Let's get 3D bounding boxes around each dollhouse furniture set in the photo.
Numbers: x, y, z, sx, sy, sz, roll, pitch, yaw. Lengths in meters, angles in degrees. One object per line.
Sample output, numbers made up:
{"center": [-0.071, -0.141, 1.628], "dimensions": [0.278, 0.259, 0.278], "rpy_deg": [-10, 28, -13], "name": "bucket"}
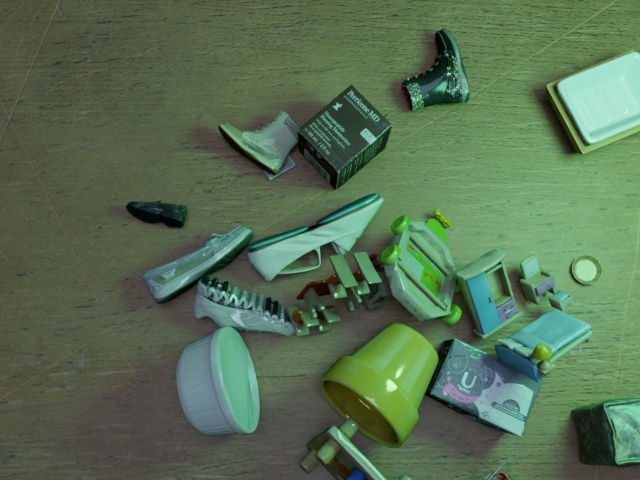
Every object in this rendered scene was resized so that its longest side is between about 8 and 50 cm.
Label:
{"center": [0.059, 0.117, 1.675], "dimensions": [0.259, 0.262, 0.135], "rpy_deg": [-6, 60, -36], "name": "dollhouse furniture set"}
{"center": [0.533, 0.150, 1.581], "dimensions": [0.286, 0.303, 0.198], "rpy_deg": [-29, 114, -15], "name": "dollhouse furniture set"}

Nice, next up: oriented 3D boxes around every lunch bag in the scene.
{"center": [0.811, 0.472, 1.592], "dimensions": [0.287, 0.235, 0.168], "rpy_deg": [-6, 72, -1], "name": "lunch bag"}

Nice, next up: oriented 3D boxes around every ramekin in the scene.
{"center": [-0.256, 0.360, 1.605], "dimensions": [0.127, 0.273, 0.272], "rpy_deg": [-17, 78, 9], "name": "ramekin"}

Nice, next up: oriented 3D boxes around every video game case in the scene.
{"center": [-0.140, -0.244, 1.860], "dimensions": [0.087, 0.011, 0.122], "rpy_deg": [-31, 79, -7], "name": "video game case"}

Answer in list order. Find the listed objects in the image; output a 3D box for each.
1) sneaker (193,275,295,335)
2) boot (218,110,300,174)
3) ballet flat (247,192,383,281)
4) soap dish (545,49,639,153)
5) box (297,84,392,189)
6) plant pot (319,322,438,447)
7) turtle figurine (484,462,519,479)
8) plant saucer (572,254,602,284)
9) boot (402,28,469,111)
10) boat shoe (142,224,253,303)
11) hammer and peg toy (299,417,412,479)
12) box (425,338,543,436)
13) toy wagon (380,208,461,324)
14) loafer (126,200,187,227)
{"center": [-0.202, 0.198, 1.726], "dimensions": [0.292, 0.110, 0.118], "rpy_deg": [22, 104, -2], "name": "sneaker"}
{"center": [-0.166, -0.309, 1.830], "dimensions": [0.213, 0.077, 0.165], "rpy_deg": [37, 80, 2], "name": "boot"}
{"center": [0.000, 0.000, 1.761], "dimensions": [0.400, 0.139, 0.139], "rpy_deg": [-23, 79, -1], "name": "ballet flat"}
{"center": [0.817, -0.391, 1.844], "dimensions": [0.291, 0.118, 0.229], "rpy_deg": [-22, 78, -5], "name": "soap dish"}
{"center": [0.064, -0.283, 1.790], "dimensions": [0.203, 0.167, 0.168], "rpy_deg": [-42, 81, -9], "name": "box"}
{"center": [0.165, 0.347, 1.625], "dimensions": [0.254, 0.254, 0.239], "rpy_deg": [39, 64, 8], "name": "plant pot"}
{"center": [0.454, 0.678, 1.606], "dimensions": [0.175, 0.118, 0.234], "rpy_deg": [29, 94, 21], "name": "turtle figurine"}
{"center": [0.740, 0.082, 1.791], "dimensions": [0.083, 0.015, 0.083], "rpy_deg": [0, 77, 0], "name": "plant saucer"}
{"center": [0.322, -0.497, 1.883], "dimensions": [0.179, 0.085, 0.236], "rpy_deg": [-14, 78, -1], "name": "boot"}
{"center": [-0.329, 0.048, 1.744], "dimensions": [0.320, 0.118, 0.103], "rpy_deg": [-34, 82, 0], "name": "boat shoe"}
{"center": [0.124, 0.601, 1.548], "dimensions": [0.361, 0.266, 0.127], "rpy_deg": [44, 62, 10], "name": "hammer and peg toy"}
{"center": [0.412, 0.378, 1.658], "dimensions": [0.247, 0.142, 0.163], "rpy_deg": [25, 78, 5], "name": "box"}
{"center": [0.282, 0.053, 1.711], "dimensions": [0.267, 0.068, 0.344], "rpy_deg": [44, 42, -19], "name": "toy wagon"}
{"center": [-0.458, -0.084, 1.805], "dimensions": [0.170, 0.062, 0.061], "rpy_deg": [15, 56, 0], "name": "loafer"}
